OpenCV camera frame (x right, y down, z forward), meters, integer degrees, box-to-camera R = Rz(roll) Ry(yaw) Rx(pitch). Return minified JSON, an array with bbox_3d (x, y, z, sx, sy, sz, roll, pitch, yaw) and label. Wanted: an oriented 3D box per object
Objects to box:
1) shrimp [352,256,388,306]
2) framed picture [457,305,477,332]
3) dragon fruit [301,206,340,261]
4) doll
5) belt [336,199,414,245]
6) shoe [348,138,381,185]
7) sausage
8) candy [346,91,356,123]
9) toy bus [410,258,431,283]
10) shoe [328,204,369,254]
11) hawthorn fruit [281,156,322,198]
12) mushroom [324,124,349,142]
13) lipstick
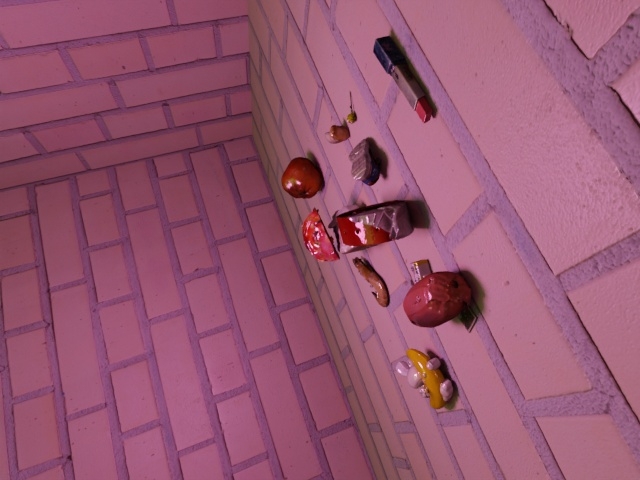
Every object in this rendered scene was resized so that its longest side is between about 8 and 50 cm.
[{"bbox_3d":[0.233,0.195,2.009,0.296,0.058,0.169,-128,23,-49],"label":"shrimp"},{"bbox_3d":[0.446,0.233,1.314,0.089,0.006,0.066,91,158,-50],"label":"framed picture"},{"bbox_3d":[-0.009,0.007,1.887,0.161,0.126,0.274,-117,2,-65],"label":"dragon fruit"},{"bbox_3d":[0.394,0.515,1.628,0.237,0.111,0.252,48,154,26],"label":"doll"},{"bbox_3d":[0.194,-0.064,1.513,0.323,0.227,0.115,2,111,62],"label":"belt"},{"bbox_3d":[0.182,-0.287,1.623,0.099,0.125,0.228,-43,30,36],"label":"shoe"},{"bbox_3d":[0.352,0.185,1.328,0.280,0.152,0.152,112,140,-66],"label":"sausage"},{"bbox_3d":[0.120,-0.522,1.695,0.035,0.035,0.123,8,107,40],"label":"candy"},{"bbox_3d":[0.350,0.118,1.469,0.058,0.052,0.102,147,108,-76],"label":"toy bus"},{"bbox_3d":[0.132,-0.052,1.863,0.351,0.171,0.198,174,80,-76],"label":"shoe"},{"bbox_3d":[-0.107,-0.359,2.386,0.224,0.223,0.261,106,160,-65],"label":"hawthorn fruit"},{"bbox_3d":[0.060,-0.460,1.892,0.209,0.084,0.071,-153,69,-75],"label":"mushroom"},{"bbox_3d":[0.243,-0.464,1.241,0.051,0.051,0.312,103,146,-61],"label":"lipstick"}]
